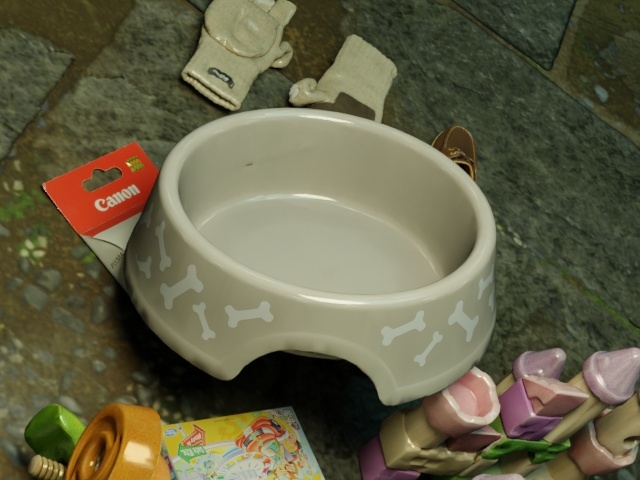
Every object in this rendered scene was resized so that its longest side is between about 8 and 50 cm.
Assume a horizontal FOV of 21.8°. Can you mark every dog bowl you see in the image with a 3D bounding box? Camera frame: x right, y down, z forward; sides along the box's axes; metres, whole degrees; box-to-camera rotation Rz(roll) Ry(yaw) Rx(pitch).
[{"bbox_3d":[0.000,0.000,1.506,0.348,0.102,0.349,8,34,-6],"label":"dog bowl"}]

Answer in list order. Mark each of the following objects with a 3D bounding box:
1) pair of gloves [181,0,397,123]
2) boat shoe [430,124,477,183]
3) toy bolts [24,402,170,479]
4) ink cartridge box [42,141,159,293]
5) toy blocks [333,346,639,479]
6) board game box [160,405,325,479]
[{"bbox_3d":[-0.031,-0.179,1.836,0.240,0.042,0.204,28,46,-14],"label":"pair of gloves"},{"bbox_3d":[0.154,-0.073,1.878,0.064,0.060,0.178,32,41,-13],"label":"boat shoe"},{"bbox_3d":[-0.147,0.248,1.270,0.158,0.218,0.229,28,60,-27],"label":"toy bolts"},{"bbox_3d":[-0.157,-0.018,1.593,0.179,0.045,0.145,52,40,6],"label":"ink cartridge box"},{"bbox_3d":[0.202,0.154,1.569,0.288,0.260,0.309,10,50,-32],"label":"toy blocks"},{"bbox_3d":[-0.070,0.207,1.482,0.154,0.026,0.103,-4,60,-41],"label":"board game box"}]
